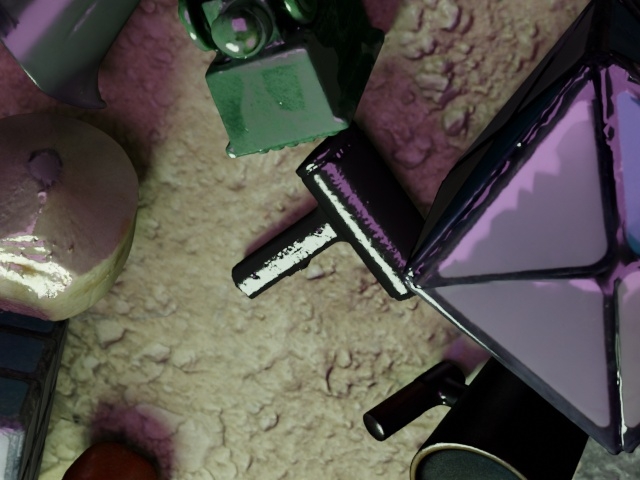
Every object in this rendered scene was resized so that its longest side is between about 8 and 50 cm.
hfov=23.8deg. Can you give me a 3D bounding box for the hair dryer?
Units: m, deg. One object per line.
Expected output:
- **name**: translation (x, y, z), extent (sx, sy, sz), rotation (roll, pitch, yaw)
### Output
- **hair dryer**: translation (0.000, 0.000, 1.730), extent (0.251, 0.089, 0.197), rotation (-30, 105, 34)

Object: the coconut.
- **coconut**: translation (-0.316, -0.028, 1.698), extent (0.241, 0.241, 0.241), rotation (6, 114, 13)

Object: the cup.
- **cup**: translation (0.179, 0.207, 1.689), extent (0.239, 0.177, 0.166), rotation (32, 140, 7)

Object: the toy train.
- **toy train**: translation (-0.042, -0.223, 1.533), extent (0.145, 0.266, 0.202), rotation (-13, 117, 20)

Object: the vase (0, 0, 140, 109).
- **vase**: translation (-0.240, -0.321, 1.613), extent (0.251, 0.156, 0.301), rotation (42, 111, -7)

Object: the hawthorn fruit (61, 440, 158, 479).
- **hawthorn fruit**: translation (-0.268, 0.329, 1.902), extent (0.132, 0.138, 0.133), rotation (4, 110, 12)

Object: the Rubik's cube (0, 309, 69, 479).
- **Rubik's cube**: translation (-0.483, 0.235, 1.798), extent (0.305, 0.301, 0.304), rotation (10, 115, -5)

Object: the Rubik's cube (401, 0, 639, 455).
- **Rubik's cube**: translation (0.295, -0.030, 1.498), extent (0.305, 0.307, 0.310), rotation (41, 115, -2)
